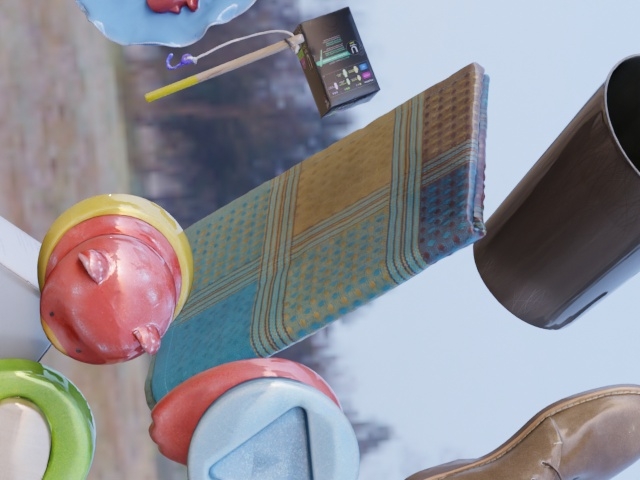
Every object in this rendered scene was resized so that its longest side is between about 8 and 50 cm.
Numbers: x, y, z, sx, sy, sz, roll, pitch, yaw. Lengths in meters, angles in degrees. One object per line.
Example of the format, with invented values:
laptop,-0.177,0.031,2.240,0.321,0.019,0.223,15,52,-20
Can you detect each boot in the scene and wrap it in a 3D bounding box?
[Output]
boot,0.226,0.246,1.879,0.112,0.305,0.115,68,-8,-20

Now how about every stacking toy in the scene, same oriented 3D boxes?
stacking toy,-0.140,0.155,1.407,0.309,0.279,0.130,43,4,-13

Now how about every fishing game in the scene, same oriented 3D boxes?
fishing game,-0.124,-0.245,1.520,0.041,0.189,0.264,60,15,-67

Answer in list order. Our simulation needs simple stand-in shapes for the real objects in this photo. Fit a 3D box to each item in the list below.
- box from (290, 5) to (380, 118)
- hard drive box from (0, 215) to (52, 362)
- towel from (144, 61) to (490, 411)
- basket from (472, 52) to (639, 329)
box,0.013,-0.162,1.711,0.062,0.052,0.083,148,-79,-80
hard drive box,-0.324,0.003,1.510,0.089,0.232,0.181,-53,-160,4
towel,0.000,0.000,1.722,0.040,0.370,0.271,47,29,-26
basket,0.253,-0.031,1.703,0.227,0.154,0.204,-49,-173,38
